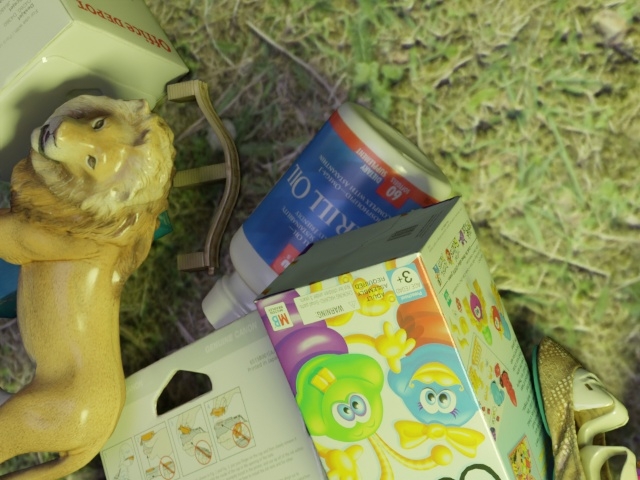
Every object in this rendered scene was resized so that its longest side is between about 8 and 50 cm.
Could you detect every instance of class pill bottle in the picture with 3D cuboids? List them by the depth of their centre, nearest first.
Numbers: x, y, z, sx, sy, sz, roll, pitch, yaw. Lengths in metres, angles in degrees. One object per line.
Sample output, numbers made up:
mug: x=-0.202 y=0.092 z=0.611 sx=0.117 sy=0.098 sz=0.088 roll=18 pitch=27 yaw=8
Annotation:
pill bottle: x=0.000 y=0.000 z=1.269 sx=0.124 sy=0.124 sz=0.221 roll=44 pitch=103 yaw=24

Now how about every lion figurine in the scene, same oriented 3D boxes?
lion figurine: x=-0.232 y=0.067 z=1.313 sx=0.240 sy=0.142 sz=0.392 roll=1 pitch=98 yaw=24

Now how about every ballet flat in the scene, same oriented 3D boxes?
ballet flat: x=0.211 y=0.160 z=1.139 sx=0.067 sy=0.073 sz=0.206 roll=-24 pitch=53 yaw=28

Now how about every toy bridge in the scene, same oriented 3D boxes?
toy bridge: x=-0.108 y=-0.060 z=1.386 sx=0.063 sy=0.026 sz=0.188 roll=-9 pitch=80 yaw=24

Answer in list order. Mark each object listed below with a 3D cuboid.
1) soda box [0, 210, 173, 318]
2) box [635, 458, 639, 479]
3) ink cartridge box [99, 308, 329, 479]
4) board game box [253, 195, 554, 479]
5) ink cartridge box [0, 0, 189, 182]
soda box: x=-0.252 y=0.002 z=1.426 sx=0.210 sy=0.067 sz=0.071 roll=-28 pitch=72 yaw=21
box: x=0.378 y=0.210 z=1.053 sx=0.293 sy=0.057 sz=0.201 roll=43 pitch=125 yaw=25
ink cartridge box: x=-0.081 y=0.210 z=1.276 sx=0.275 sy=0.060 sz=0.239 roll=-28 pitch=70 yaw=39
board game box: x=0.081 y=0.129 z=1.143 sx=0.142 sy=0.144 sz=0.275 roll=-18 pitch=101 yaw=23
ink cartridge box: x=-0.303 y=-0.218 z=1.408 sx=0.197 sy=0.198 sz=0.270 roll=-40 pitch=67 yaw=16
